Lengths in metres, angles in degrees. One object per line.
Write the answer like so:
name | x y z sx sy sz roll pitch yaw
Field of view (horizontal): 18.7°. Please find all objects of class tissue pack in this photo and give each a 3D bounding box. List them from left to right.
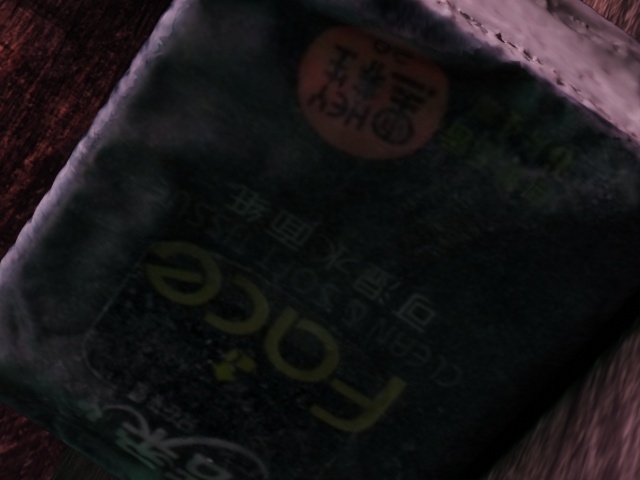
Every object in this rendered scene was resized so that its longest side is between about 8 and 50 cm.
tissue pack | 0.000 0.000 0.856 0.315 0.228 0.103 -52 6 37
